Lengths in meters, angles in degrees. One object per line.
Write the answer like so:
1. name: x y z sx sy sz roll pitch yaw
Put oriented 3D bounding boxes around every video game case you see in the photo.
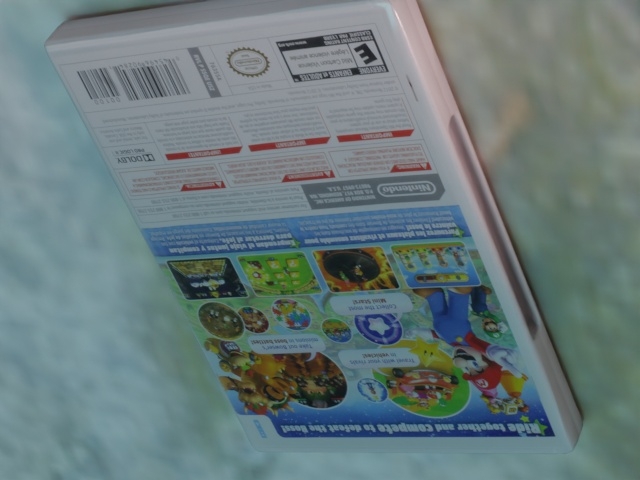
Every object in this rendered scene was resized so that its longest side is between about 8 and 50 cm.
1. video game case: 0.000 0.000 0.431 0.087 0.011 0.122 -4 127 31
